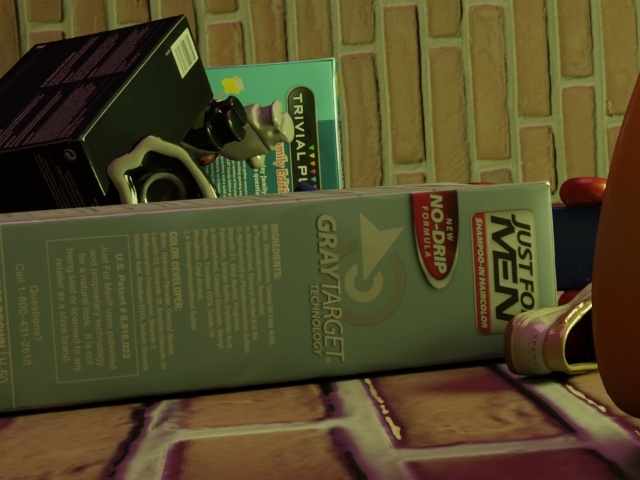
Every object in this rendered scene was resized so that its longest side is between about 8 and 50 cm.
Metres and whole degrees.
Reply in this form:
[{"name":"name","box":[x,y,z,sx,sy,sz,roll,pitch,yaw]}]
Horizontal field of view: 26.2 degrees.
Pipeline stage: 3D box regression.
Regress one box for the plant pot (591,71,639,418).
[{"name":"plant pot","box":[0.235,-0.003,0.534,0.188,0.205,0.205,16,13,32]}]

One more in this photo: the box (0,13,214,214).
[{"name":"box","box":[-0.238,-0.107,1.324,0.184,0.103,0.261,-5,31,22]}]

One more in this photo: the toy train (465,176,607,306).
[{"name":"toy train","box":[0.151,0.013,1.111,0.248,0.105,0.143,-2,-7,34]}]

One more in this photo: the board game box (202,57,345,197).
[{"name":"board game box","box":[-0.139,-0.079,1.653,0.336,0.253,0.079,-3,3,4]}]

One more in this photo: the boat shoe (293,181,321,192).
[{"name":"boat shoe","box":[0.000,0.000,1.363,0.109,0.089,0.258,27,3,-7]}]

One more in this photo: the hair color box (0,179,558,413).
[{"name":"hair color box","box":[-0.056,0.028,0.888,0.374,0.113,0.185,-5,4,-15]}]

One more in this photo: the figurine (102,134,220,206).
[{"name":"figurine","box":[-0.189,0.017,1.060,0.215,0.092,0.209,-35,4,-13]}]

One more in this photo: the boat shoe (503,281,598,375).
[{"name":"boat shoe","box":[0.166,0.052,0.804,0.135,0.050,0.045,-19,16,-39]}]

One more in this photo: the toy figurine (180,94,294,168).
[{"name":"toy figurine","box":[-0.110,-0.050,1.495,0.148,0.209,0.213,-15,1,21]}]
